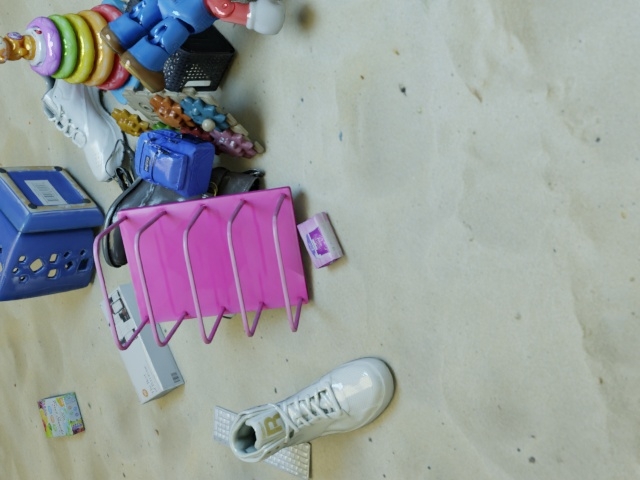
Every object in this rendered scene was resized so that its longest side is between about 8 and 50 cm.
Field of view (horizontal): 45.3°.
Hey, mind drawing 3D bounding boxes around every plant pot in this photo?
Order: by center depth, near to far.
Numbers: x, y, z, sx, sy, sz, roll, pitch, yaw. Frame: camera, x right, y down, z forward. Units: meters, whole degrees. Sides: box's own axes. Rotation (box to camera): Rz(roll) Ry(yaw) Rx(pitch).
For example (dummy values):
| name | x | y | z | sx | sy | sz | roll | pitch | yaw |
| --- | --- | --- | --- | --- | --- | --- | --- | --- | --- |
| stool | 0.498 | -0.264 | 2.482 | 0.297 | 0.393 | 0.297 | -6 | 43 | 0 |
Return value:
| name | x | y | z | sx | sy | sz | roll | pitch | yaw |
| --- | --- | --- | --- | --- | --- | --- | --- | --- | --- |
| plant pot | -0.624 | -0.030 | 1.666 | 0.236 | 0.236 | 0.212 | 43 | 119 | 27 |

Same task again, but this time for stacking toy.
| name | x | y | z | sx | sy | sz | roll | pitch | yaw |
| --- | --- | --- | --- | --- | --- | --- | --- | --- | --- |
| stacking toy | -0.481 | -0.354 | 1.408 | 0.175 | 0.302 | 0.165 | 50 | 128 | 23 |

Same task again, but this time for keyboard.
| name | x | y | z | sx | sy | sz | roll | pitch | yaw |
| --- | --- | --- | --- | --- | --- | --- | --- | --- | --- |
| keyboard | -0.116 | 0.379 | 1.445 | 0.256 | 0.014 | 0.072 | 10 | 106 | 40 |

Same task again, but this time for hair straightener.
| name | x | y | z | sx | sy | sz | roll | pitch | yaw |
| --- | --- | --- | --- | --- | --- | --- | --- | --- | --- |
| hair straightener | -0.361 | -0.098 | 1.502 | 0.230 | 0.089 | 0.047 | 62 | 149 | 11 |

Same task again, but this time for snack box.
| name | x | y | z | sx | sy | sz | roll | pitch | yaw |
| --- | --- | --- | --- | --- | --- | --- | --- | --- | --- |
| snack box | -0.653 | 0.439 | 1.923 | 0.141 | 0.037 | 0.100 | -18 | 89 | 42 |

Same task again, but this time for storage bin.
| name | x | y | z | sx | sy | sz | roll | pitch | yaw |
| --- | --- | --- | --- | --- | --- | --- | --- | --- | --- |
| storage bin | -0.250 | -0.345 | 1.325 | 0.180 | 0.122 | 0.084 | 50 | 128 | 22 |

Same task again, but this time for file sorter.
| name | x | y | z | sx | sy | sz | roll | pitch | yaw |
| --- | --- | --- | --- | --- | --- | --- | --- | --- | --- |
| file sorter | -0.182 | 0.049 | 1.208 | 0.291 | 0.182 | 0.202 | -8 | 105 | 5 |

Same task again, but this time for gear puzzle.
| name | x | y | z | sx | sy | sz | roll | pitch | yaw |
| --- | --- | --- | --- | --- | --- | --- | --- | --- | --- |
| gear puzzle | -0.269 | -0.202 | 1.354 | 0.339 | 0.175 | 0.044 | 11 | 67 | 40 |

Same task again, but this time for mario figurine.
| name | x | y | z | sx | sy | sz | roll | pitch | yaw |
| --- | --- | --- | --- | --- | --- | --- | --- | --- | --- |
| mario figurine | -0.173 | -0.367 | 1.200 | 0.321 | 0.170 | 0.198 | -40 | 104 | 5 |

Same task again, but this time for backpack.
| name | x | y | z | sx | sy | sz | roll | pitch | yaw |
| --- | --- | --- | --- | --- | --- | --- | --- | --- | --- |
| backpack | -0.250 | -0.134 | 1.262 | 0.120 | 0.101 | 0.097 | 24 | 107 | 23 |

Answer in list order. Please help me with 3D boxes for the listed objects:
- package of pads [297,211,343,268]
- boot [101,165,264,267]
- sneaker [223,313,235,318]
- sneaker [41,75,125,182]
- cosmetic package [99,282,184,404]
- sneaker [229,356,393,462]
| name | x | y | z | sx | sy | sz | roll | pitch | yaw |
| --- | --- | --- | --- | --- | --- | --- | --- | --- | --- |
| package of pads | 0.000 | 0.000 | 1.242 | 0.050 | 0.032 | 0.083 | -31 | 79 | 43 |
| boot | -0.239 | -0.038 | 1.333 | 0.229 | 0.091 | 0.262 | 25 | 89 | 18 |
| sneaker | -0.205 | 0.014 | 1.401 | 0.108 | 0.100 | 0.271 | -44 | 64 | 12 |
| sneaker | -0.498 | -0.251 | 1.566 | 0.111 | 0.129 | 0.297 | -30 | 80 | 40 |
| cosmetic package | -0.380 | 0.215 | 1.612 | 0.099 | 0.060 | 0.239 | -36 | 75 | 41 |
| sneaker | -0.025 | 0.286 | 1.239 | 0.292 | 0.169 | 0.108 | -38 | 72 | 37 |
